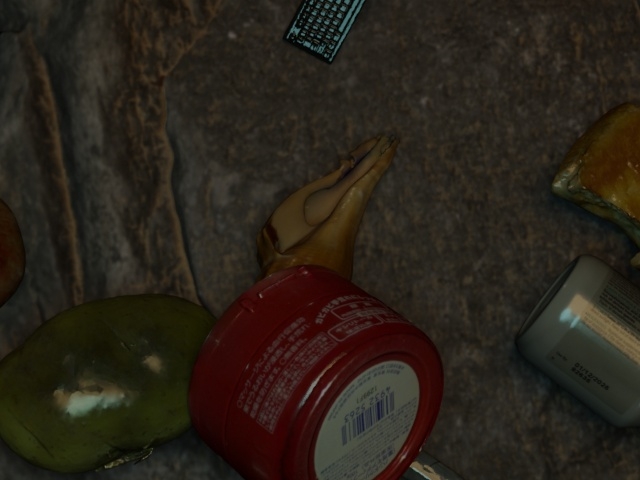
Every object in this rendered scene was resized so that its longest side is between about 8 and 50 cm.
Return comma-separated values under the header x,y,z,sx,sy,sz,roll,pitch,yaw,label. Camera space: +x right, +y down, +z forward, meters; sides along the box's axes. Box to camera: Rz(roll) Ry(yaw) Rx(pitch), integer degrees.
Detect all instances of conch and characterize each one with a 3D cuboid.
x,y,z,sx,sy,sz,roll,pitch,yaw,label
0.000,0.004,1.626,0.109,0.093,0.330,20,49,16,conch

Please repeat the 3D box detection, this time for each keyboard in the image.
x,y,z,sx,sy,sz,roll,pitch,yaw,label
0.031,-0.300,1.704,0.067,0.011,0.202,29,102,-1,keyboard

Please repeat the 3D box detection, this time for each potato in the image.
x,y,z,sx,sy,sz,roll,pitch,yaw,label
-0.207,0.141,1.516,0.248,0.143,0.169,-23,74,-24,potato

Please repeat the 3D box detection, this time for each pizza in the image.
x,y,z,sx,sy,sz,roll,pitch,yaw,label
0.404,-0.028,1.704,0.297,0.071,0.189,34,59,-1,pizza

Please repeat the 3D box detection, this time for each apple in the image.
x,y,z,sx,sy,sz,roll,pitch,yaw,label
-0.365,0.014,1.533,0.146,0.131,0.146,-2,73,5,apple

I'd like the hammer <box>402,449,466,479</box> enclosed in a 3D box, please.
x,y,z,sx,sy,sz,roll,pitch,yaw,label
0.203,0.314,1.580,0.427,0.044,0.152,32,70,2,hammer

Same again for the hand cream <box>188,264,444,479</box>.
x,y,z,sx,sy,sz,roll,pitch,yaw,label
-0.001,0.149,1.483,0.230,0.230,0.149,-43,46,-18,hand cream

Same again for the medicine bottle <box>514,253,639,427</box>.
x,y,z,sx,sy,sz,roll,pitch,yaw,label
0.325,0.125,1.608,0.215,0.135,0.135,37,71,3,medicine bottle
